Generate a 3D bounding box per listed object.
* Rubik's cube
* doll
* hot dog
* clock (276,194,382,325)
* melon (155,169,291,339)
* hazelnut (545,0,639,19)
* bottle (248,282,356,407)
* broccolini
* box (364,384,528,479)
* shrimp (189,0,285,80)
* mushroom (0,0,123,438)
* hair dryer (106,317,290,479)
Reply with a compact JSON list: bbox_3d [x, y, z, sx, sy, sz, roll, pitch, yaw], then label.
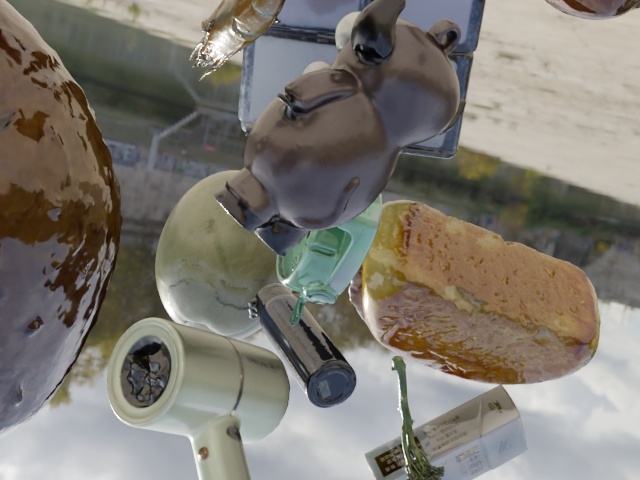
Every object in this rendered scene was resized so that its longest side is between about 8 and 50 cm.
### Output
[{"bbox_3d":[0.062,-0.326,1.413,0.316,0.313,0.318,6,-154,0],"label":"Rubik's cube"},{"bbox_3d":[0.026,-0.101,0.878,0.117,0.257,0.182,40,180,34],"label":"doll"},{"bbox_3d":[0.217,0.100,1.522,0.405,0.185,0.223,21,140,-17],"label":"hot dog"},{"bbox_3d":[0.000,0.000,1.150,0.066,0.211,0.159,18,-148,-17],"label":"clock"},{"bbox_3d":[-0.170,0.034,1.836,0.268,0.330,0.268,17,179,0],"label":"melon"},{"bbox_3d":[0.376,-0.386,1.317,0.182,0.182,0.182,12,-177,-1],"label":"hazelnut"},{"bbox_3d":[-0.027,0.137,1.373,0.082,0.072,0.244,-15,-150,-18],"label":"bottle"},{"bbox_3d":[0.113,0.243,1.292,0.054,0.194,0.052,-17,-175,-16],"label":"broccolini"},{"bbox_3d":[0.203,0.334,1.556,0.067,0.243,0.155,62,180,34],"label":"box"},{"bbox_3d":[-0.068,-0.189,0.758,0.045,0.095,0.162,-7,165,-34],"label":"shrimp"},{"bbox_3d":[-0.273,-0.014,0.556,0.331,0.334,0.356,2,-166,7],"label":"mushroom"},{"bbox_3d":[-0.111,0.270,1.127,0.128,0.362,0.203,-33,147,24],"label":"hair dryer"}]
